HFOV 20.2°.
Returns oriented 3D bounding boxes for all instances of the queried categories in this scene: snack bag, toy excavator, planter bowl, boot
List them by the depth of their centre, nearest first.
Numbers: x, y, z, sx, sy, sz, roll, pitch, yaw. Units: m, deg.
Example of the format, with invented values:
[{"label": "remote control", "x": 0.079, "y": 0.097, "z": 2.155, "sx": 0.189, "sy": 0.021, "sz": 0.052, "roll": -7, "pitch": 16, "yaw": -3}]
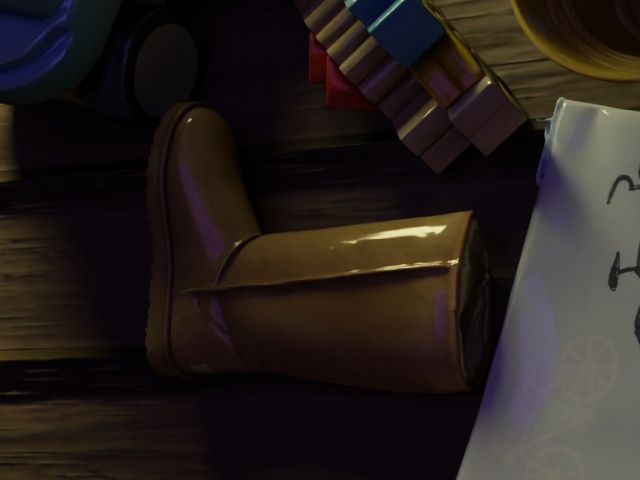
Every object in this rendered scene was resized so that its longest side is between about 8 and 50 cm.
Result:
[{"label": "snack bag", "x": 0.269, "y": 0.074, "z": 1.215, "sx": 0.342, "sy": 0.037, "sz": 0.323, "roll": 10, "pitch": 79, "yaw": 32}, {"label": "planter bowl", "x": 0.248, "y": -0.201, "z": 1.282, "sx": 0.217, "sy": 0.090, "sz": 0.217, "roll": -9, "pitch": 70, "yaw": 28}, {"label": "boot", "x": 0.000, "y": 0.000, "z": 1.376, "sx": 0.269, "sy": 0.089, "sz": 0.236, "roll": -4, "pitch": 83, "yaw": 30}, {"label": "toy excavator", "x": -0.245, "y": -0.343, "z": 1.410, "sx": 0.222, "sy": 0.445, "sz": 0.433, "roll": 16, "pitch": 84, "yaw": 33}]

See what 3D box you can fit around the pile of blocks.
[{"label": "pile of blocks", "x": 0.008, "y": -0.183, "z": 1.386, "sx": 0.112, "sy": 0.149, "sz": 0.362, "roll": -44, "pitch": 58, "yaw": 12}]
